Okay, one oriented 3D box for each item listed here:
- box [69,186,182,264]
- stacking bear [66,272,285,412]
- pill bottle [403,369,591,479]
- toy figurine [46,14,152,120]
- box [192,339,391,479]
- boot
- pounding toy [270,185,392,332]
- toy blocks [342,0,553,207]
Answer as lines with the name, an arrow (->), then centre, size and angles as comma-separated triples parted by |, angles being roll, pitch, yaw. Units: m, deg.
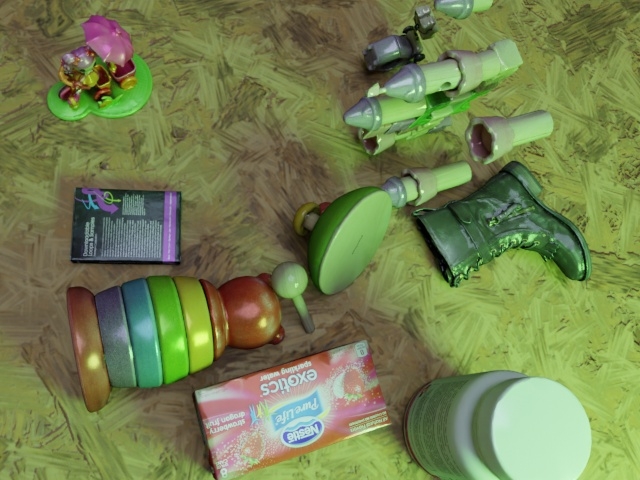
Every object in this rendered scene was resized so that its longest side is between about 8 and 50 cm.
box -> -0.296, -0.021, 0.992 | 0.162, 0.029, 0.116 | 2, 74, -13
stacking bear -> -0.196, 0.121, 0.915 | 0.288, 0.164, 0.176 | -10, 78, -20
pill bottle -> 0.234, 0.265, 0.899 | 0.160, 0.283, 0.161 | 3, 75, -11
toy figurine -> -0.345, -0.270, 0.979 | 0.173, 0.159, 0.130 | -29, 83, -18
box -> -0.045, 0.241, 0.927 | 0.256, 0.122, 0.128 | -14, 79, -16
boot -> 0.304, 0.010, 1.099 | 0.229, 0.091, 0.263 | -34, 81, -13
pounding toy -> 0.000, 0.000, 0.998 | 0.110, 0.183, 0.237 | 32, 72, 24
toy blocks -> 0.132, -0.222, 1.004 | 0.260, 0.288, 0.309 | -18, 83, -22
